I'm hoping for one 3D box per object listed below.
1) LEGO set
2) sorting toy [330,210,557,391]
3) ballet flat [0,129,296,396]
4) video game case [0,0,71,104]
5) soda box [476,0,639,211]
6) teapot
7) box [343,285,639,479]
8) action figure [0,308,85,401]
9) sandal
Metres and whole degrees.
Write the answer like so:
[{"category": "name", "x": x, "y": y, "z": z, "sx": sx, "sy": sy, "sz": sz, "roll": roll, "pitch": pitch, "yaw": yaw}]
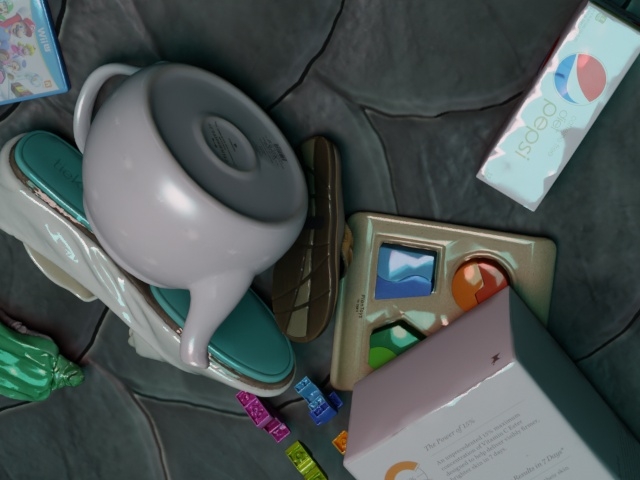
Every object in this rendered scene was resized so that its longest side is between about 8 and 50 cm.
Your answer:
[{"category": "LEGO set", "x": 0.017, "y": 0.236, "z": 1.838, "sx": 0.087, "sy": 0.093, "sz": 0.227, "roll": -41, "pitch": 60, "yaw": 3}, {"category": "sorting toy", "x": 0.126, "y": 0.129, "z": 1.832, "sx": 0.229, "sy": 0.041, "sz": 0.307, "roll": 7, "pitch": 109, "yaw": 7}, {"category": "ballet flat", "x": -0.201, "y": 0.043, "z": 1.827, "sx": 0.400, "sy": 0.139, "sz": 0.139, "roll": 41, "pitch": 110, "yaw": -1}, {"category": "video game case", "x": -0.363, "y": -0.203, "z": 1.816, "sx": 0.166, "sy": 0.015, "sz": 0.119, "roll": -10, "pitch": 106, "yaw": 12}, {"category": "soda box", "x": 0.245, "y": -0.142, "z": 1.706, "sx": 0.074, "sy": 0.069, "sz": 0.216, "roll": 31, "pitch": 110, "yaw": -2}, {"category": "teapot", "x": -0.152, "y": -0.046, "z": 1.703, "sx": 0.252, "sy": 0.256, "sz": 0.187, "roll": 39, "pitch": 122, "yaw": -16}, {"category": "box", "x": 0.215, "y": 0.259, "z": 1.771, "sx": 0.215, "sy": 0.168, "sz": 0.345, "roll": -34, "pitch": 108, "yaw": 19}, {"category": "action figure", "x": -0.376, "y": 0.123, "z": 1.903, "sx": 0.232, "sy": 0.063, "sz": 0.137, "roll": 19, "pitch": 109, "yaw": 7}, {"category": "sandal", "x": 0.000, "y": 0.000, "z": 1.789, "sx": 0.090, "sy": 0.060, "sz": 0.219, "roll": 1, "pitch": 87, "yaw": 45}]
